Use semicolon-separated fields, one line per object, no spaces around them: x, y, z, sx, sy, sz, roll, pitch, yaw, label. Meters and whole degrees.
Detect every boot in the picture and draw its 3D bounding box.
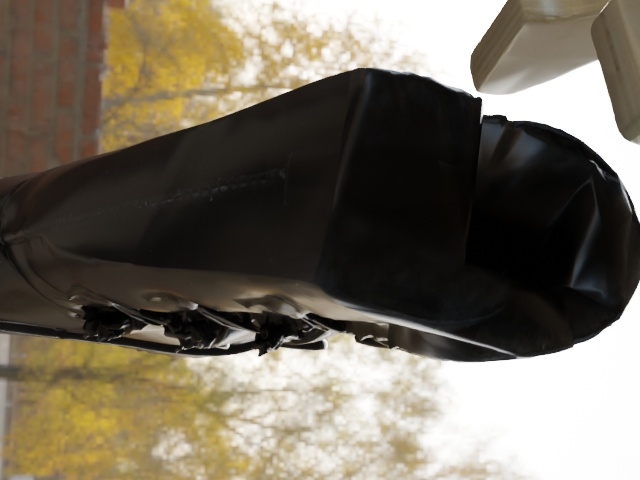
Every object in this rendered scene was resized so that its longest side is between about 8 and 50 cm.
-0.002;0.000;0.677;0.445;0.367;0.146;-10;-95;48;boot

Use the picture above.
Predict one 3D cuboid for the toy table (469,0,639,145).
0.201;-0.157;0.577;0.252;0.161;0.274;114;-27;-44;toy table
